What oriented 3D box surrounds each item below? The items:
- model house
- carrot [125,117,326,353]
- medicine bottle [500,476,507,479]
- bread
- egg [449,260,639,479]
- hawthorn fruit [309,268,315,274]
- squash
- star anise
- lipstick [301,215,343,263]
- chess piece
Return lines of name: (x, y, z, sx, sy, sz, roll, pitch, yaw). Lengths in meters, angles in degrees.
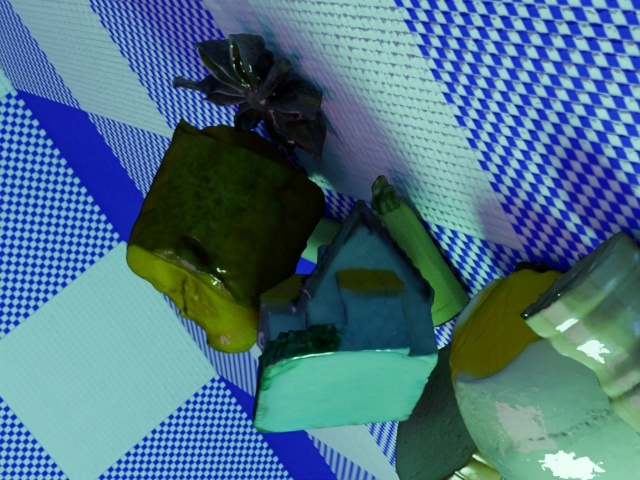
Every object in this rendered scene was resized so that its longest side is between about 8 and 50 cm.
model house: (0.015, 0.085, 1.655, 0.280, 0.230, 0.248, 105, 158, -61)
carrot: (-0.125, -0.037, 1.795, 0.241, 0.340, 0.241, 19, 160, 7)
medicine bottle: (0.297, 0.316, 1.739, 0.289, 0.157, 0.157, 34, 158, 42)
bread: (0.190, 0.234, 1.706, 0.070, 0.236, 0.236, 29, 172, -24)
egg: (0.274, 0.194, 1.467, 0.337, 0.201, 0.337, 46, 166, 15)
hawthorn fruit: (0.027, 0.111, 1.966, 0.149, 0.189, 0.149, 16, 132, 19)
squash: (0.116, 0.010, 1.682, 0.094, 0.094, 0.224, 20, 140, 59)
star anise: (-0.085, -0.200, 1.713, 0.262, 0.081, 0.230, 20, 156, 38)
lipstick: (0.000, 0.000, 1.950, 0.304, 0.076, 0.076, 20, 147, 57)
chess piece: (0.347, 0.142, 1.273, 0.301, 0.137, 0.137, 49, 163, 3)
